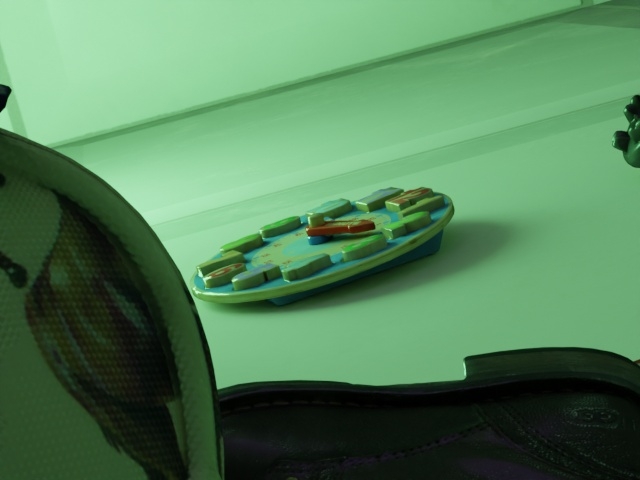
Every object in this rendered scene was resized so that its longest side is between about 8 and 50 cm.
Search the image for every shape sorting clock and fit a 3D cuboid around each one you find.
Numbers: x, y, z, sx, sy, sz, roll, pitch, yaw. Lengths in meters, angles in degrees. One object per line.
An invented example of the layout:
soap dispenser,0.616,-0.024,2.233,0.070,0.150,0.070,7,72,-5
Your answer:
shape sorting clock,0.000,0.000,1.058,0.206,0.040,0.206,-13,12,3

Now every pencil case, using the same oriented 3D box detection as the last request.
pencil case,-0.184,0.069,0.477,0.160,0.183,0.410,-55,16,-25

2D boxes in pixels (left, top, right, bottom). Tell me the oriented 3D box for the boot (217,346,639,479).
boot,0.019,0.116,0.412,0.263,0.091,0.229,-17,17,6

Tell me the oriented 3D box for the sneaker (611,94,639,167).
sneaker,0.358,-0.118,1.062,0.276,0.135,0.097,-34,19,18

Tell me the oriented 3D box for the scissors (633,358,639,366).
scissors,0.209,0.025,0.594,0.297,0.021,0.109,-31,8,-6
